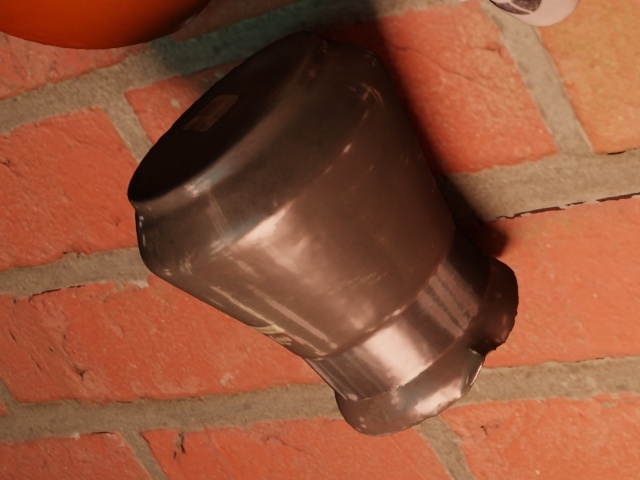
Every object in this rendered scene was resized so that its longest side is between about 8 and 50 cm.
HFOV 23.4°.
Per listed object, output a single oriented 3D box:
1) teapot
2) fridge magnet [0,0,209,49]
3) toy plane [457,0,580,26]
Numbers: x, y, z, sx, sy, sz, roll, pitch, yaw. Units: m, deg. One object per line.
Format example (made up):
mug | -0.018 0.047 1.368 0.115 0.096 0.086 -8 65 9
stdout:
teapot | 0.000 0.000 1.583 0.361 0.305 0.376 49 167 -19
fridge magnet | -0.264 -0.323 1.514 0.364 0.155 0.363 6 147 4
toy plane | 0.141 -0.286 1.322 0.245 0.117 0.244 20 133 22
